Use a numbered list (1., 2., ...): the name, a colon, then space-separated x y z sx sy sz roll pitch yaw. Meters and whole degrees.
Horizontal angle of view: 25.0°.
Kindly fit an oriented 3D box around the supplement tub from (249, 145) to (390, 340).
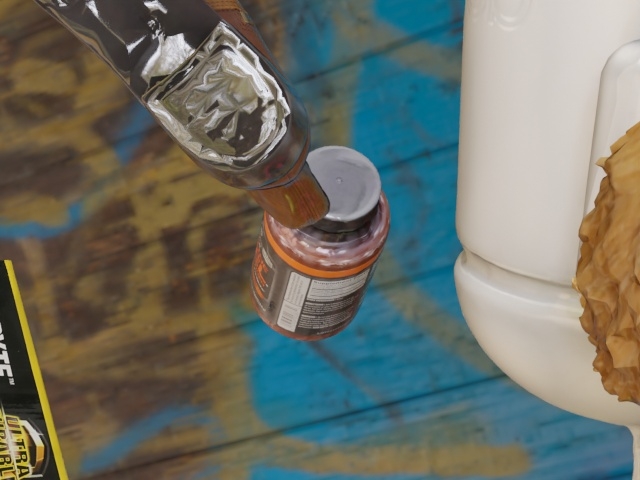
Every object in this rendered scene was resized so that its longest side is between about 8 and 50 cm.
1. supplement tub: 0.000 0.000 1.216 0.198 0.106 0.106 107 -18 -59

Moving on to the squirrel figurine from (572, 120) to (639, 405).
1. squirrel figurine: 0.302 0.004 0.486 0.370 0.397 0.281 22 35 -44

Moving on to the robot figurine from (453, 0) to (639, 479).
1. robot figurine: 0.173 -0.055 0.759 0.300 0.200 0.353 -36 129 -67

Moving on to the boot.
1. boot: -0.086 -0.131 0.869 0.264 0.096 0.280 45 1 6

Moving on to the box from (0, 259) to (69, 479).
1. box: -0.225 0.207 0.800 0.079 0.322 0.257 4 38 -30
